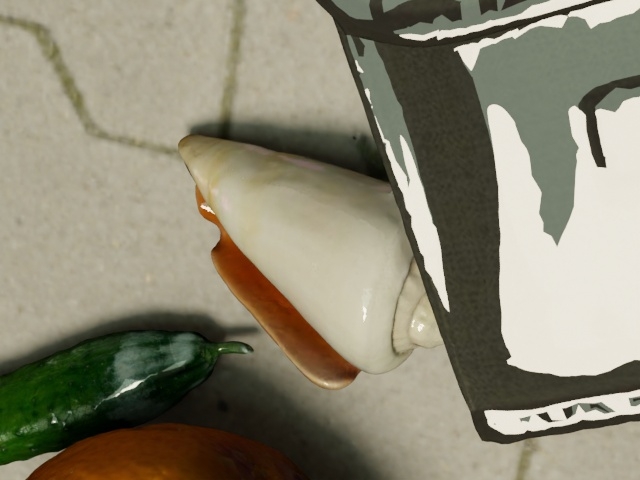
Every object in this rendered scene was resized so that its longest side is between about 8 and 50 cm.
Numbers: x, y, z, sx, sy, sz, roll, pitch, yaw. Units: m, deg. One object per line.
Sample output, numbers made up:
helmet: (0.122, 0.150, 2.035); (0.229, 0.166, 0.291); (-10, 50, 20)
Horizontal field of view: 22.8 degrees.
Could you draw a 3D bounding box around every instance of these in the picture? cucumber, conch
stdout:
cucumber: (-0.148, 0.090, 0.875); (0.250, 0.056, 0.056); (-20, 103, 25)
conch: (-0.006, 0.010, 0.777); (0.176, 0.094, 0.104); (18, 154, 16)

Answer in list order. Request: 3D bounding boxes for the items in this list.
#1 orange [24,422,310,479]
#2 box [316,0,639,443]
orange: (-0.063, 0.192, 0.797); (0.224, 0.224, 0.170); (43, 104, -1)
box: (0.208, -0.097, 0.578); (0.345, 0.251, 0.204); (-13, 105, 24)
